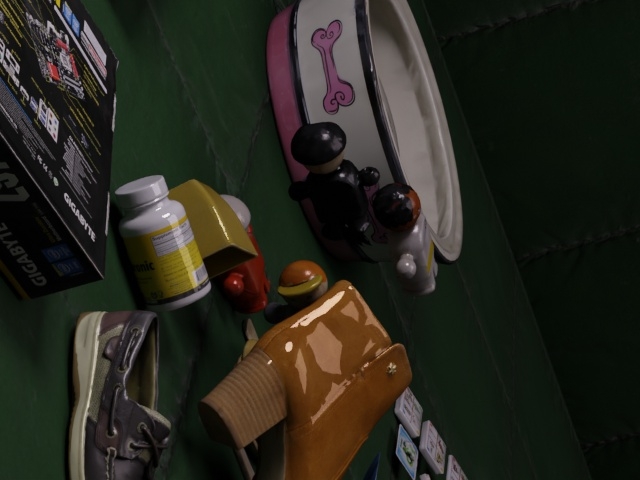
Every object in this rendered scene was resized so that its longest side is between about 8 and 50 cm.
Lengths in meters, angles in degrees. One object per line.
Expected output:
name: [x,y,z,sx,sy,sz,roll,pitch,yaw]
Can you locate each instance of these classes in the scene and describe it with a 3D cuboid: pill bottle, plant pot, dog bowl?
pill bottle: [-0.148,0.002,1.835,0.065,0.065,0.116,-61,134,-70]
plant pot: [-0.121,-0.011,1.931,0.083,0.081,0.081,69,12,15]
dog bowl: [0.056,-0.151,2.596,0.408,0.150,0.408,-14,90,-76]

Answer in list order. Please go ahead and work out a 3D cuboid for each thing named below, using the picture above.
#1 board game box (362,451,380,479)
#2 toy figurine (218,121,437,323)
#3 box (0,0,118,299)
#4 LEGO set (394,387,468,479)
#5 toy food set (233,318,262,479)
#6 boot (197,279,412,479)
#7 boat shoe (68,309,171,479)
board game box: [0.046,0.299,2.012,0.168,0.033,0.133,-75,-174,-64]
toy figurine: [0.000,0.000,2.048,0.209,0.213,0.148,38,-23,44]
box: [-0.258,-0.149,1.544,0.322,0.079,0.257,60,19,-46]
LEGO set: [0.131,0.327,2.666,0.182,0.060,0.244,57,19,-19]
toy food set: [-0.057,0.169,2.069,0.192,0.038,0.132,-75,147,-63]
boot: [0.014,0.203,1.942,0.104,0.211,0.295,20,-42,50]
boat shoe: [-0.159,0.153,1.624,0.080,0.073,0.223,55,25,-56]
